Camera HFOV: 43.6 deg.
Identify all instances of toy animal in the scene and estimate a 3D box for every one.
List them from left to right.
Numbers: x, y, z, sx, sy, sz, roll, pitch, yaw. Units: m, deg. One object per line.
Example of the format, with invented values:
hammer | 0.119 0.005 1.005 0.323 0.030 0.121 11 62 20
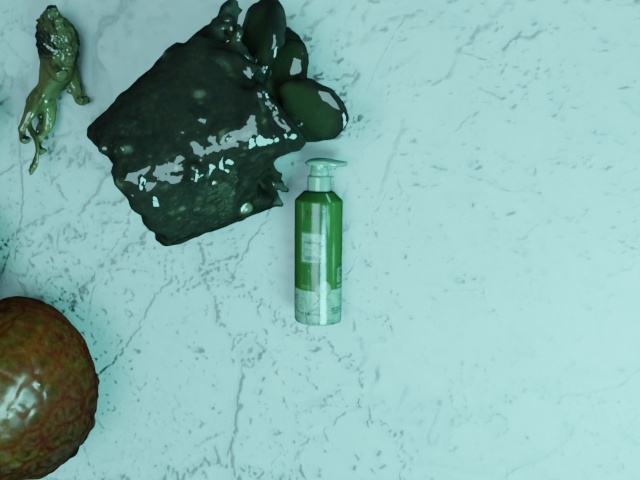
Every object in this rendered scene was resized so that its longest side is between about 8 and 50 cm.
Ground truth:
toy animal | -0.344 -0.187 1.030 0.086 0.069 0.219 22 99 30

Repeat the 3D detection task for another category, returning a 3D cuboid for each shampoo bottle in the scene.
shampoo bottle | 0.000 0.000 0.988 0.065 0.065 0.204 3 100 12

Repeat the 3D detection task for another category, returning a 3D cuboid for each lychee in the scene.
lychee | -0.424 0.183 1.023 0.255 0.255 0.299 -22 108 15

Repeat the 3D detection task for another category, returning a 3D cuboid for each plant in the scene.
plant | -0.111 -0.127 0.916 0.276 0.188 0.199 -35 70 -3
